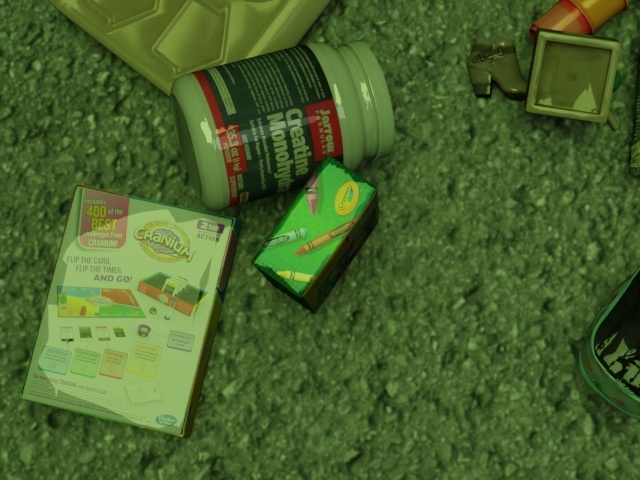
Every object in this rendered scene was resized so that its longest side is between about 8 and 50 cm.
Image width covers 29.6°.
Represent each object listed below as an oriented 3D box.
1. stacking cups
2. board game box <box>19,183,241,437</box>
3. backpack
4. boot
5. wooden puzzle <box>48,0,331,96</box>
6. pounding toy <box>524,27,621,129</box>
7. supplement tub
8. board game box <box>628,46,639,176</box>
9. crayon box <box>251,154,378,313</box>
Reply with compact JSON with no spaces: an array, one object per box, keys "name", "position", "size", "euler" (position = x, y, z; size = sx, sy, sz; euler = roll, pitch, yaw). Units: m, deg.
[{"name":"stacking cups","position":[0.441,-0.374,1.721],"size":[0.316,0.096,0.096],"euler":[-42,80,-1]},{"name":"board game box","position":[-0.266,0.099,1.721],"size":[0.242,0.064,0.316],"euler":[13,82,7]},{"name":"backpack","position":[0.435,0.141,1.606],"size":[0.166,0.144,0.188],"euler":[40,63,8]},{"name":"boot","position":[0.270,-0.247,1.740],"size":[0.119,0.042,0.086],"euler":[5,79,5]},{"name":"wooden puzzle","position":[-0.177,-0.380,1.774],"size":[0.348,0.080,0.322],"euler":[38,93,5]},{"name":"pounding toy","position":[0.359,-0.219,1.675],"size":[0.141,0.100,0.130],"euler":[9,105,5]},{"name":"supplement tub","position":[-0.054,-0.162,1.660],"size":[0.272,0.191,0.191],"euler":[-16,80,-12]},{"name":"board game box","position":[0.506,-0.209,1.696],"size":[0.136,0.030,0.259],"euler":[8,82,-15]},{"name":"crayon box","position":[0.000,0.000,1.604],"size":[0.081,0.278,0.165],"euler":[34,85,7]}]
